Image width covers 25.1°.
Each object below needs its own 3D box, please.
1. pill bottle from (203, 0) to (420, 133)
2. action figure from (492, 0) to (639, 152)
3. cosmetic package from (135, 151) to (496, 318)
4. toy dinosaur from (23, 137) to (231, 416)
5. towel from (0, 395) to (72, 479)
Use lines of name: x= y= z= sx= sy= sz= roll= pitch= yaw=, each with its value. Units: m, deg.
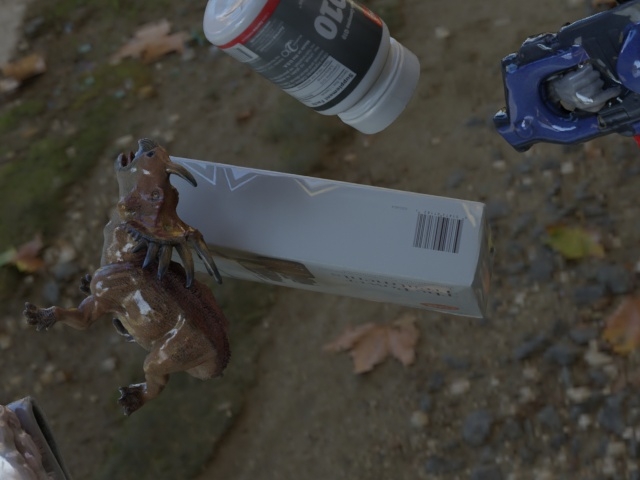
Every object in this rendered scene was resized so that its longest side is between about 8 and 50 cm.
pill bottle: x=-0.007 y=-0.276 z=1.993 sx=0.161 sy=0.283 sz=0.161 roll=-38 pitch=35 yaw=34
action figure: x=0.262 y=-0.188 z=0.904 sx=0.341 sy=0.330 sz=0.178 roll=-7 pitch=18 yaw=40
cosmetic package: x=0.000 y=0.000 z=1.604 sx=0.377 sy=0.284 sz=0.097 roll=9 pitch=84 yaw=11
toy dinosaur: x=-0.152 y=0.062 z=1.443 sx=0.200 sy=0.296 sz=0.127 roll=-22 pitch=34 yaw=24
towel: x=-0.233 y=0.284 z=0.858 sx=0.317 sy=0.332 sz=0.053 roll=-23 pitch=8 yaw=18
